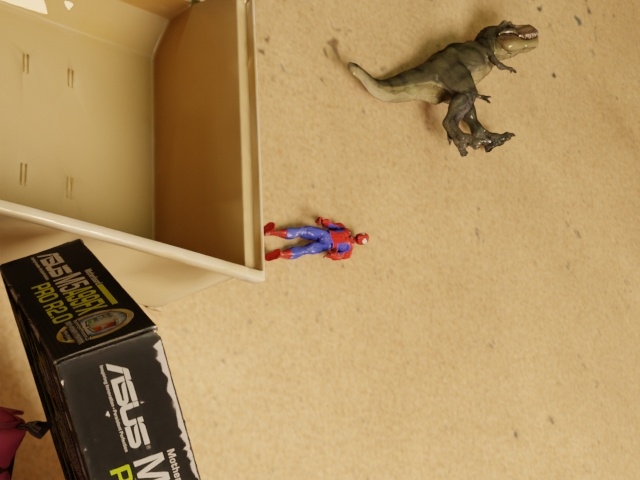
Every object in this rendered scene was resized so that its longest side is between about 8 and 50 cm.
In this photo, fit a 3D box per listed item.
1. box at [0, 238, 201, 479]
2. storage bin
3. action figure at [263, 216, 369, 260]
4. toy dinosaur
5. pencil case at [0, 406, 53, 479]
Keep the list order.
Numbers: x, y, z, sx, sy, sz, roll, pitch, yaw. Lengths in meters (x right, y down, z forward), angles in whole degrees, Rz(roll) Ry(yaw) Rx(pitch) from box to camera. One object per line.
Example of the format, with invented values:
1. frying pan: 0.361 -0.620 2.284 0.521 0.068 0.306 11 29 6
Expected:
1. box: -0.114 0.153 0.879 0.060 0.216 0.270 -18 107 -15
2. storage bin: -0.180 -0.103 1.041 0.262 0.123 0.260 16 62 -40
3. action figure: 0.000 0.000 1.247 0.115 0.030 0.038 -2 69 -47
4. toy dinosaur: 0.133 -0.140 1.420 0.268 0.064 0.118 -22 83 -45
5. pencil case: -0.231 0.189 0.843 0.098 0.095 0.209 27 81 -76
